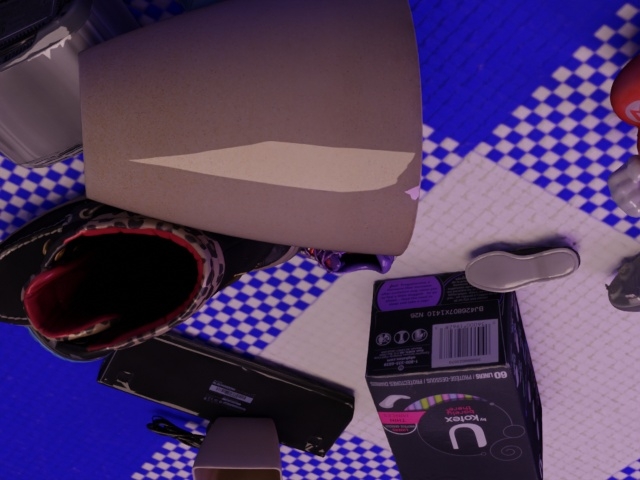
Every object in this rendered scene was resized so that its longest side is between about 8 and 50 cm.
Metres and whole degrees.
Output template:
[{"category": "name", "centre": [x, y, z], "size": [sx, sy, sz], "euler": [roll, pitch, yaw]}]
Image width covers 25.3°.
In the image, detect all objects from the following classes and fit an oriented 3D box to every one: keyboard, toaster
[{"category": "keyboard", "centre": [-0.127, 0.207, 1.806], "size": [0.317, 0.033, 0.201], "euler": [21, 131, -14]}, {"category": "toaster", "centre": [-0.250, -0.168, 1.346], "size": [0.227, 0.129, 0.146], "euler": [-22, 134, 18]}]

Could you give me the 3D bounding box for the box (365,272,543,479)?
[{"category": "box", "centre": [0.161, 0.178, 1.653], "size": [0.165, 0.143, 0.270], "euler": [-6, 136, 14]}]

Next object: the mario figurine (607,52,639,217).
[{"category": "mario figurine", "centre": [0.400, -0.075, 1.324], "size": [0.320, 0.170, 0.198], "euler": [22, 101, -27]}]

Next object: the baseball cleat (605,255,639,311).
[{"category": "baseball cleat", "centre": [0.412, 0.037, 1.524], "size": [0.109, 0.072, 0.206], "euler": [31, 136, -33]}]

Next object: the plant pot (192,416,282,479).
[{"category": "plant pot", "centre": [-0.097, 0.281, 1.785], "size": [0.109, 0.096, 0.109], "euler": [0, 133, 3]}]

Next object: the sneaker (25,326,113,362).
[{"category": "sneaker", "centre": [-0.308, 0.079, 1.661], "size": [0.078, 0.067, 0.188], "euler": [-23, 127, 37]}]

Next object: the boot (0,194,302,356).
[{"category": "boot", "centre": [-0.220, 0.031, 1.427], "size": [0.377, 0.284, 0.138], "euler": [-10, 98, 16]}]

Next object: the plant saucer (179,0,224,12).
[{"category": "plant saucer", "centre": [-0.054, -0.263, 1.297], "size": [0.192, 0.018, 0.067], "euler": [-14, 133, 22]}]

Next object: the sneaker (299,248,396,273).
[{"category": "sneaker", "centre": [0.000, 0.000, 1.535], "size": [0.170, 0.071, 0.068], "euler": [7, 137, 1]}]

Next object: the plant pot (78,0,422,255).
[{"category": "plant pot", "centre": [-0.071, -0.107, 1.249], "size": [0.274, 0.256, 0.256], "euler": [-3, 138, -9]}]

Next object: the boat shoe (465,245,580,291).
[{"category": "boat shoe", "centre": [0.222, 0.028, 1.561], "size": [0.125, 0.038, 0.046], "euler": [-12, 91, 18]}]
